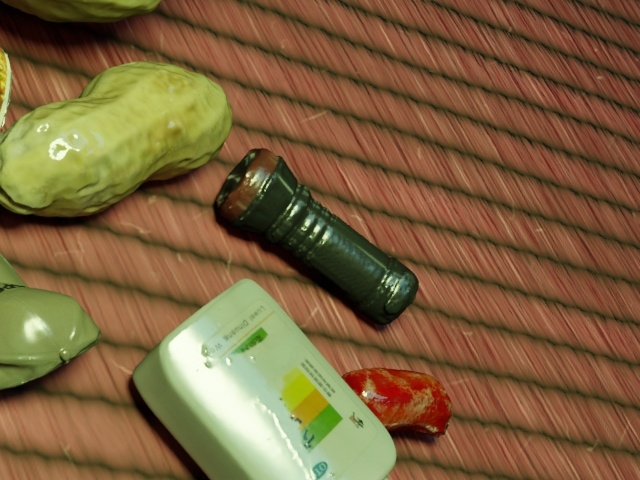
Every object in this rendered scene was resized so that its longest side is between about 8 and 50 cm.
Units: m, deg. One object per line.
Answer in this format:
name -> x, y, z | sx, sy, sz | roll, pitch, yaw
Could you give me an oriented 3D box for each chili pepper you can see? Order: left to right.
chili pepper -> 0.073, 0.166, 1.398 | 0.123, 0.070, 0.073 | 5, 74, -37

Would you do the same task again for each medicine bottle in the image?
medicine bottle -> -0.028, 0.187, 1.277 | 0.296, 0.111, 0.161 | 51, 46, 3

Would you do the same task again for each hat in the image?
hat -> -0.286, 0.049, 1.198 | 0.147, 0.085, 0.175 | -31, 82, -44

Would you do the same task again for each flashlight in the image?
flashlight -> 0.000, 0.000, 1.454 | 0.232, 0.093, 0.093 | 38, 45, -16

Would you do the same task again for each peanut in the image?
peanut -> -0.204, -0.100, 1.338 | 0.130, 0.130, 0.290 | 52, 43, 6

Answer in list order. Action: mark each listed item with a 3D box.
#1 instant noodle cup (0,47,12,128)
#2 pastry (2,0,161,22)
instant noodle cup -> -0.379, -0.126, 1.182 | 0.174, 0.213, 0.213 | 22, 49, -33
pastry -> -0.237, -0.414, 1.348 | 0.312, 0.388, 0.389 | 34, 39, -50
